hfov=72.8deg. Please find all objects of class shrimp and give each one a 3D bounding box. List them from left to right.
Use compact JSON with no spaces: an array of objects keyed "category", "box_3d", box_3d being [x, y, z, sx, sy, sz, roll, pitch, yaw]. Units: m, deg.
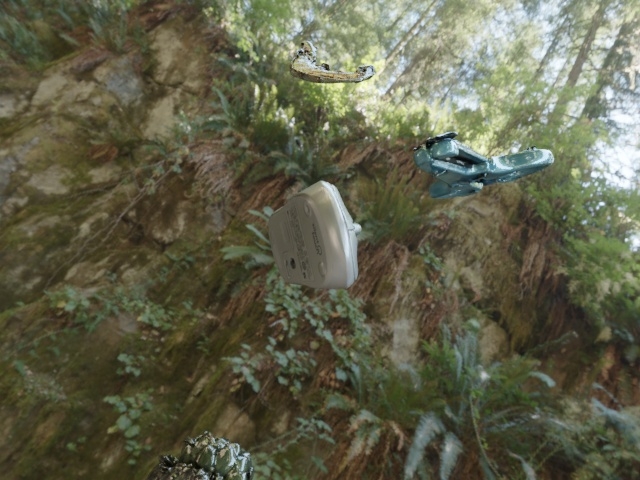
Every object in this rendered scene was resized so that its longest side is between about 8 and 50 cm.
[{"category":"shrimp","box_3d":[0.021,-0.312,0.765,0.147,0.195,0.035,2,-51,-1]}]

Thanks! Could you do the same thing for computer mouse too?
[{"category":"computer mouse","box_3d":[0.000,0.000,0.780,0.296,0.121,0.185,-24,-102,64]}]

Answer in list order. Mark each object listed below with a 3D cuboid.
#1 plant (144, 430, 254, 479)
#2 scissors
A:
[{"category":"plant","box_3d":[-0.121,0.241,0.394,0.094,0.143,0.092,-11,-77,29]},{"category":"scissors","box_3d":[0.196,-0.088,0.550,0.180,0.392,0.032,-18,-96,28]}]
